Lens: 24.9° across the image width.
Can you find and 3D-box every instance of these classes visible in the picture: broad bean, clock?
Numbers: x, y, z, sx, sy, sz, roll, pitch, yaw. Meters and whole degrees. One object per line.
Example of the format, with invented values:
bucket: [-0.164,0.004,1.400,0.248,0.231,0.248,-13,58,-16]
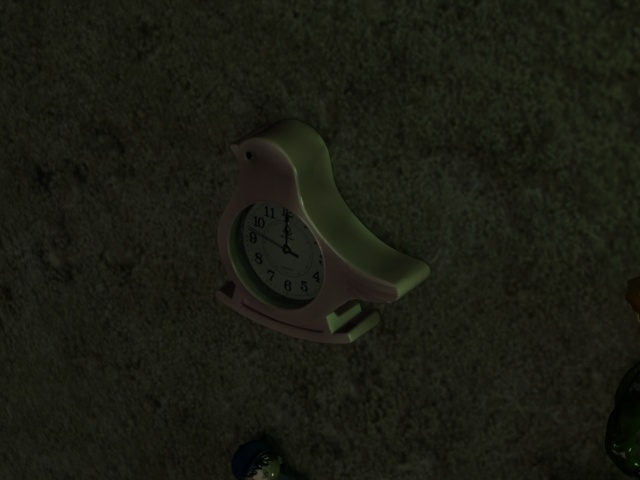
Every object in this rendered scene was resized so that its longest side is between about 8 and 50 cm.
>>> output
broad bean: [0.373,0.204,1.722,0.061,0.046,0.195,11,123,19]
clock: [0.000,0.000,1.877,0.290,0.080,0.275,19,122,27]

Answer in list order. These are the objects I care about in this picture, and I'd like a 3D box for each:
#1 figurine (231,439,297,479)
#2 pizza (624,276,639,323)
figurine: [-0.067,0.346,2.111,0.136,0.079,0.077,41,110,-14]
pizza: [0.453,0.103,1.606,0.246,0.058,0.127,23,122,24]
